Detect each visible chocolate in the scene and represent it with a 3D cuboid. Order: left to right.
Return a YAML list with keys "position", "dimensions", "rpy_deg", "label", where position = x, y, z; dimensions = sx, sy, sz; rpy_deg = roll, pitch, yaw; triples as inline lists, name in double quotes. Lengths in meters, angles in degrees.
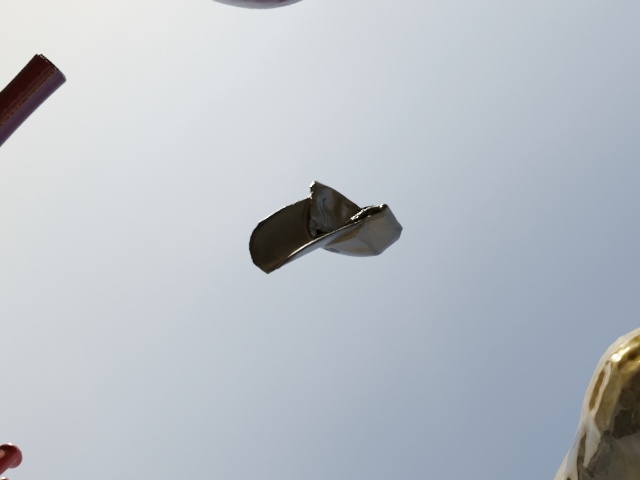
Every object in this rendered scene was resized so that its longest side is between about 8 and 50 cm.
- position: [0.244, 0.202, 0.470]
  dimensions: [0.134, 0.134, 0.309]
  rpy_deg: [33, -64, 42]
  label: "chocolate"

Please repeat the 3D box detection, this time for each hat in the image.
- position: [0.000, 0.000, 0.761]
  dimensions: [0.175, 0.084, 0.147]
  rpy_deg: [-32, -146, -18]
  label: "hat"

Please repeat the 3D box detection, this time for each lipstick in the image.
- position: [-0.623, -0.270, 1.242]
  dimensions: [0.241, 0.080, 0.080]
  rpy_deg: [-49, -132, -9]
  label: "lipstick"

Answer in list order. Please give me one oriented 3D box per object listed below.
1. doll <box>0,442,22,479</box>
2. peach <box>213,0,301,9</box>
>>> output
- position: [-0.481, 0.328, 0.753]
  dimensions: [0.143, 0.245, 0.076]
  rpy_deg: [-5, -74, 13]
  label: "doll"
- position: [-0.060, -0.302, 0.498]
  dimensions: [0.199, 0.244, 0.243]
  rpy_deg: [-47, -133, 37]
  label: "peach"
